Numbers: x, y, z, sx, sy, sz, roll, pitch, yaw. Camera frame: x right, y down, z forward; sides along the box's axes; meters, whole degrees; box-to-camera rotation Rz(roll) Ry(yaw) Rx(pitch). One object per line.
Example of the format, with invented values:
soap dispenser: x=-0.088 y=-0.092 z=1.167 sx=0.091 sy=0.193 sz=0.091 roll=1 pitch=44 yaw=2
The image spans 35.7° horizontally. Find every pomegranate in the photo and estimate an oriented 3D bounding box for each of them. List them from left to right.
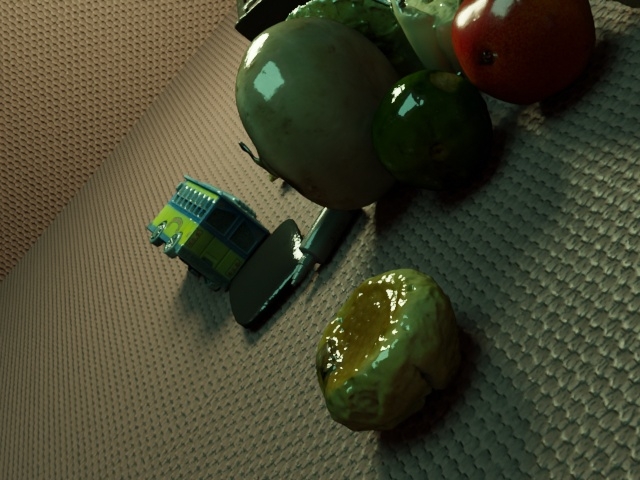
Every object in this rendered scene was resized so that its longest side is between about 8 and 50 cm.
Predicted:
pomegranate: x=0.328 y=-0.333 z=1.554 sx=0.221 sy=0.221 sz=0.257 roll=-16 pitch=30 yaw=52

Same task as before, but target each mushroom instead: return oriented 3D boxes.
mushroom: x=-0.007 y=-0.214 z=1.773 sx=0.294 sy=0.362 sz=0.362 roll=-33 pitch=29 yaw=35

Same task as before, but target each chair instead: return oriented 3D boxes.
chair: x=-0.076 y=-0.536 z=2.515 sx=0.203 sy=0.240 sz=0.416 roll=-39 pitch=25 yaw=20

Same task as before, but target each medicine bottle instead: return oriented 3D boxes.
medicine bottle: x=0.000 y=0.000 z=1.827 sx=0.199 sy=0.057 sz=0.057 roll=-58 pitch=25 yaw=-15

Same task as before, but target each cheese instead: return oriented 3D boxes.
cheese: x=0.229 y=-0.404 z=1.809 sx=0.127 sy=0.233 sz=0.266 roll=-26 pitch=34 yaw=23

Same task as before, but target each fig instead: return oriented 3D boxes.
fig: x=0.190 y=-0.193 z=1.621 sx=0.195 sy=0.195 sz=0.245 roll=-34 pitch=17 yaw=33

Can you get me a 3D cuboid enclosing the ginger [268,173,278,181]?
ginger: x=-0.066 y=-0.186 z=2.189 sx=0.115 sy=0.081 sz=0.205 roll=-23 pitch=9 yaw=-16

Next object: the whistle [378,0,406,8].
whistle: x=0.183 y=-0.671 z=2.411 sx=0.163 sy=0.163 sz=0.290 roll=-29 pitch=69 yaw=40

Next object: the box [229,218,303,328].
box: x=-0.100 y=0.063 z=1.932 sx=0.201 sy=0.042 sz=0.212 roll=-47 pitch=25 yaw=9

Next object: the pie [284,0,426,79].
pie: x=0.071 y=-0.358 z=1.925 sx=0.306 sy=0.306 sz=0.071 roll=-25 pitch=39 yaw=45

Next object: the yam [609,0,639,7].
yam: x=0.493 y=-0.474 z=1.552 sx=0.128 sy=0.129 sz=0.238 roll=-21 pitch=38 yaw=44

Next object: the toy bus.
toy bus: x=-0.258 y=-0.023 z=2.203 sx=0.190 sy=0.152 sz=0.312 roll=-54 pitch=24 yaw=-5

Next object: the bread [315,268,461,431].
bread: x=0.093 y=0.156 z=1.347 sx=0.244 sy=0.134 sz=0.244 roll=-43 pitch=23 yaw=24
